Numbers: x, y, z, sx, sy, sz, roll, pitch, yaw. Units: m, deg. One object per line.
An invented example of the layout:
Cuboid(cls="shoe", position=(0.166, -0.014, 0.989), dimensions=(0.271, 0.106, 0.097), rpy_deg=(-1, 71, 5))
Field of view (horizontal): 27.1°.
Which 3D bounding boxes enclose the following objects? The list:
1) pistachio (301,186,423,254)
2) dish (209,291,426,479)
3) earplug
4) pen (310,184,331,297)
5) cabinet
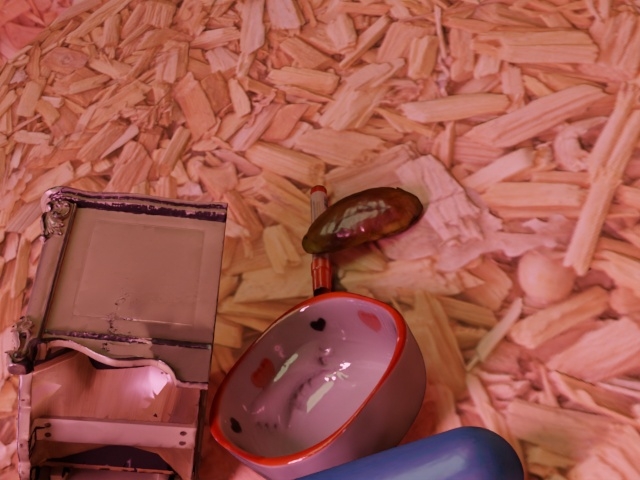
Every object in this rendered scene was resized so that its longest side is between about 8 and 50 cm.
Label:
Cuboid(cls="pistachio", position=(0.050, -0.035, 1.779), dimensions=(0.173, 0.049, 0.089), rpy_deg=(-18, 31, 7))
Cuboid(cls="dish", position=(0.011, 0.185, 1.496), dimensions=(0.256, 0.117, 0.256), rpy_deg=(-26, 33, 18))
Cuboid(cls="earplug", position=(0.074, 0.269, 1.328), dimensions=(0.273, 0.132, 0.132), rpy_deg=(-23, 34, 14))
Cuboid(cls="pen", position=(0.000, 0.000, 1.829), dimensions=(0.028, 0.028, 0.239), rpy_deg=(-26, 33, 17))
Cuboid(cls="cabinet", position=(-0.239, 0.149, 1.555), dimensions=(0.228, 0.289, 0.318), rpy_deg=(6, 37, -5))
